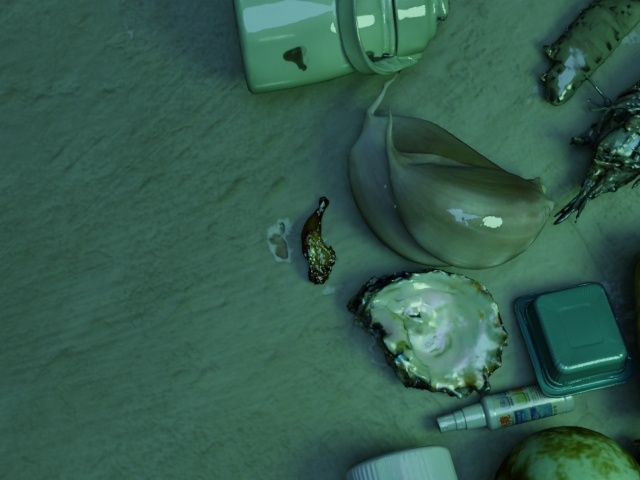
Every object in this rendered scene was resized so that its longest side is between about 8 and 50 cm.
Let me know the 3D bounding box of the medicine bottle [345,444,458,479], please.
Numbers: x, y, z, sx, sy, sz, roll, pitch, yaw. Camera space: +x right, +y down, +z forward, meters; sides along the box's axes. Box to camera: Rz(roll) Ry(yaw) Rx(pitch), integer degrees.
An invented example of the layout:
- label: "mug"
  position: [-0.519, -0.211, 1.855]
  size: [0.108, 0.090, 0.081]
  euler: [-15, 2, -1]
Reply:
- label: "medicine bottle"
  position: [0.159, 0.506, 1.338]
  size: [0.242, 0.242, 0.395]
  euler: [-12, 74, 0]

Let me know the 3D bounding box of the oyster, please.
- label: "oyster"
  position: [0.169, 0.143, 1.468]
  size: [0.259, 0.092, 0.198]
  euler: [15, 85, -7]

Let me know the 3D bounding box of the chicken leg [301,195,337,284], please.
- label: "chicken leg"
  position: [-0.005, 0.000, 1.506]
  size: [0.062, 0.037, 0.145]
  euler: [-5, 85, -22]

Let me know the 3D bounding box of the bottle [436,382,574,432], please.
- label: "bottle"
  position: [0.293, 0.269, 1.465]
  size: [0.217, 0.060, 0.060]
  euler: [-12, 85, 0]

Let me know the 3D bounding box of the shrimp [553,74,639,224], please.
- label: "shrimp"
  position: [0.486, -0.181, 1.478]
  size: [0.372, 0.137, 0.172]
  euler: [-37, 49, -10]

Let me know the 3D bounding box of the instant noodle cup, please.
- label: "instant noodle cup"
  position: [0.404, 0.146, 1.443]
  size: [0.157, 0.070, 0.179]
  euler: [-13, 62, -2]

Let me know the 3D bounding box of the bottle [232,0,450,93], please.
- label: "bottle"
  position: [0.040, -0.355, 1.449]
  size: [0.351, 0.229, 0.229]
  euler: [-8, 85, -2]

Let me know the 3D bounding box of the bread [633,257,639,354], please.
- label: "bread"
  position: [0.614, 0.150, 1.417]
  size: [0.277, 0.167, 0.325]
  euler: [-4, 76, 1]

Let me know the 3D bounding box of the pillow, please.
- label: "pillow"
  position: [0.443, -0.333, 1.521]
  size: [0.093, 0.051, 0.241]
  euler: [43, 88, -1]

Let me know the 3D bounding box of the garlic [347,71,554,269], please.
- label: "garlic"
  position: [0.183, -0.087, 1.416]
  size: [0.340, 0.231, 0.246]
  euler: [41, 89, -1]

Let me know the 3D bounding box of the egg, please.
- label: "egg"
  position: [0.367, 0.420, 1.364]
  size: [0.238, 0.238, 0.289]
  euler: [11, 107, 2]

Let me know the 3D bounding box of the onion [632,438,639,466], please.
- label: "onion"
  position: [0.626, 0.430, 1.310]
  size: [0.420, 0.398, 0.398]
  euler: [42, 87, 21]
